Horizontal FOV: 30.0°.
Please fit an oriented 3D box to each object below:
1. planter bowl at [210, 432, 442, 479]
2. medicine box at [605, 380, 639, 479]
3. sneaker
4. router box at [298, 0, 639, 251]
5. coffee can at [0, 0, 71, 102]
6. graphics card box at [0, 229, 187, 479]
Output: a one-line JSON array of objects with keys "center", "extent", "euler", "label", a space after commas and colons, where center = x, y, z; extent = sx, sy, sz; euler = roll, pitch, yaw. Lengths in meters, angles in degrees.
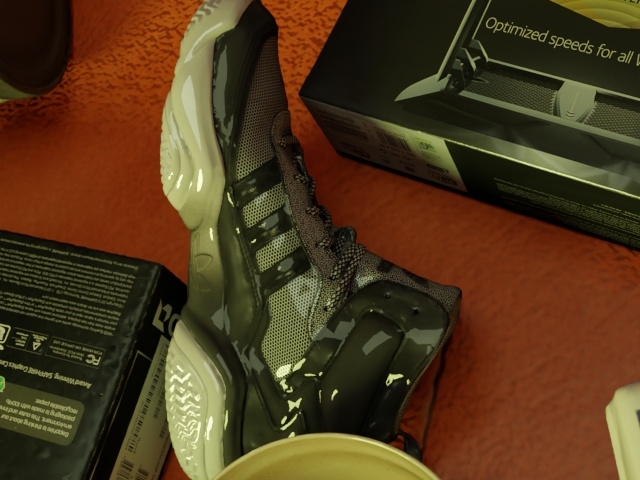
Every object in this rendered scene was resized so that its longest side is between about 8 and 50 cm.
[{"center": [0.014, 0.184, 0.572], "extent": [0.162, 0.109, 0.162], "euler": [-8, 65, 17], "label": "planter bowl"}, {"center": [0.270, 0.122, 0.422], "extent": [0.289, 0.263, 0.149], "euler": [-15, 63, 12], "label": "medicine box"}, {"center": [0.000, 0.000, 0.642], "extent": [0.153, 0.101, 0.268], "euler": [1, 92, 11], "label": "sneaker"}, {"center": [0.177, -0.125, 0.668], "extent": [0.309, 0.081, 0.243], "euler": [21, 76, 26], "label": "router box"}, {"center": [-0.335, -0.158, 0.794], "extent": [0.275, 0.201, 0.201], "euler": [-14, 63, 14], "label": "coffee can"}, {"center": [-0.228, 0.172, 0.671], "extent": [0.233, 0.094, 0.371], "euler": [9, 72, 23], "label": "graphics card box"}]
